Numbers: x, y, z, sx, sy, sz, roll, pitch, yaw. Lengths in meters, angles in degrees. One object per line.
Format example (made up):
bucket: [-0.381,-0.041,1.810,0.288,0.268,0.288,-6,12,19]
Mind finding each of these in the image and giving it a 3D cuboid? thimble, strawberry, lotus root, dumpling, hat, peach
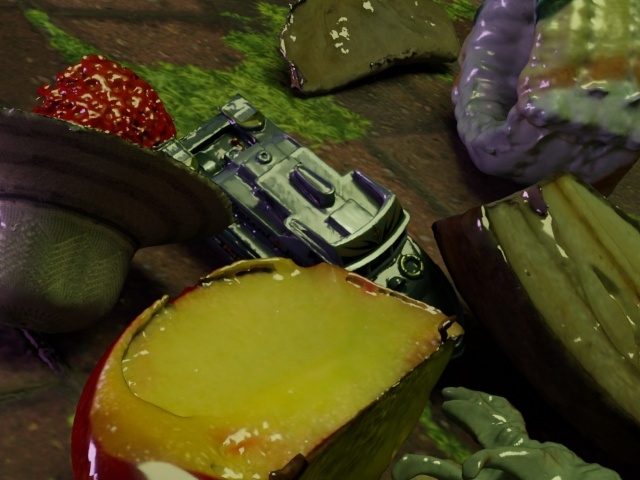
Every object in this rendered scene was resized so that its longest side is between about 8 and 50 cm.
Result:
thimble: [0.259,-0.181,1.283,0.167,0.254,0.288,14,32,-13]
strawberry: [-0.187,-0.096,1.016,0.121,0.082,0.188,29,27,4]
lotus root: [0.218,0.080,0.953,0.314,0.142,0.210,48,47,0]
dumpling: [0.036,-0.259,1.426,0.332,0.086,0.166,-19,82,-50]
hat: [-0.186,0.007,0.808,0.252,0.252,0.110,15,73,-15]
peach: [-0.056,0.119,0.690,0.159,0.154,0.267,28,37,22]

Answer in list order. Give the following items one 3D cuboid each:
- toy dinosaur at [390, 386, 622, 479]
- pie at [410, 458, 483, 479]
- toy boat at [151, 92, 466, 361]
toy dinosaur: [0.139,0.204,0.655,0.205,0.092,0.393,-3,31,-39]
pie: [0.133,0.232,0.738,0.274,0.055,0.274,13,34,-9]
toy boat: [-0.001,-0.003,0.954,0.296,0.122,0.114,39,58,20]
